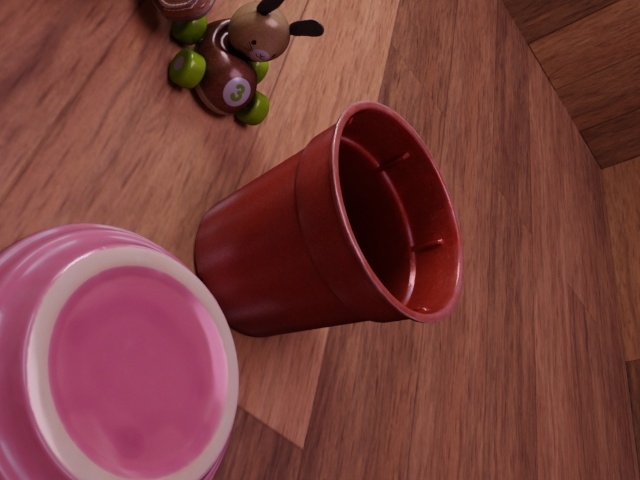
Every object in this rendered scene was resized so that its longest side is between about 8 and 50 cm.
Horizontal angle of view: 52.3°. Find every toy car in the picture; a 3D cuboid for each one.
[{"bbox_3d":[-0.092,-0.273,0.916,0.155,0.188,0.149,24,55,-46],"label":"toy car"}]

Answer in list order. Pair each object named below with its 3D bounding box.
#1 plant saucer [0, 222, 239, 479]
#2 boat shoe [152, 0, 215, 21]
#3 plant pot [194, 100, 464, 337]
[{"bbox_3d":[-0.199,0.135,0.659,0.332,0.084,0.332,29,51,-44],"label":"plant saucer"},{"bbox_3d":[-0.203,-0.453,0.859,0.116,0.123,0.324,34,48,-80],"label":"boat shoe"},{"bbox_3d":[0.000,0.000,0.836,0.272,0.265,0.272,27,53,-43],"label":"plant pot"}]
